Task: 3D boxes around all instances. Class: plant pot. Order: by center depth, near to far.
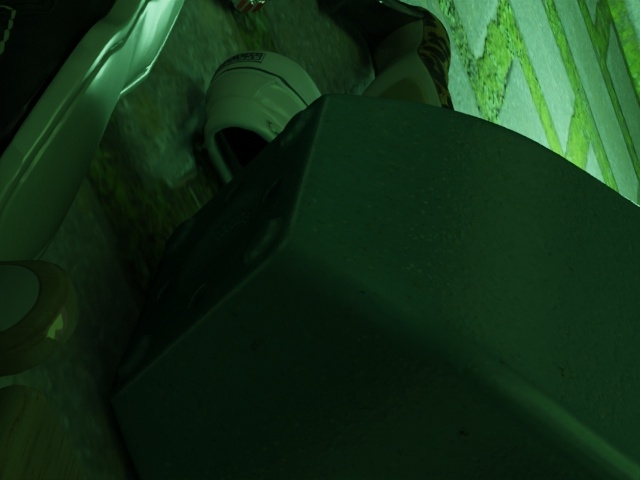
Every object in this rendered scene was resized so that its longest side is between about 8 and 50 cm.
[{"bbox_3d":[0.040,0.070,0.817,0.252,0.248,0.247,39,33,-16],"label":"plant pot"}]

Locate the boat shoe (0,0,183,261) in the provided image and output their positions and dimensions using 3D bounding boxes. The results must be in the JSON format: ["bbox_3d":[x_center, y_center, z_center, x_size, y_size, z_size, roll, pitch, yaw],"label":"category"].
[{"bbox_3d":[-0.130,-0.086,0.703,0.302,0.091,0.114,-71,-175,-58],"label":"boat shoe"}]

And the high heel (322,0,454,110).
[{"bbox_3d":[0.091,-0.094,1.268,0.186,0.093,0.261,24,45,-57],"label":"high heel"}]

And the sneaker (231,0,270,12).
[{"bbox_3d":[-0.045,-0.204,1.082,0.065,0.061,0.158,47,20,3],"label":"sneaker"}]

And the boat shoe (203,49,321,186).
[{"bbox_3d":[0.000,0.000,0.998,0.258,0.095,0.084,51,33,-27],"label":"boat shoe"}]

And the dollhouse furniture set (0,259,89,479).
[{"bbox_3d":[-0.189,-0.027,0.295,0.303,0.173,0.356,-80,158,-49],"label":"dollhouse furniture set"}]
